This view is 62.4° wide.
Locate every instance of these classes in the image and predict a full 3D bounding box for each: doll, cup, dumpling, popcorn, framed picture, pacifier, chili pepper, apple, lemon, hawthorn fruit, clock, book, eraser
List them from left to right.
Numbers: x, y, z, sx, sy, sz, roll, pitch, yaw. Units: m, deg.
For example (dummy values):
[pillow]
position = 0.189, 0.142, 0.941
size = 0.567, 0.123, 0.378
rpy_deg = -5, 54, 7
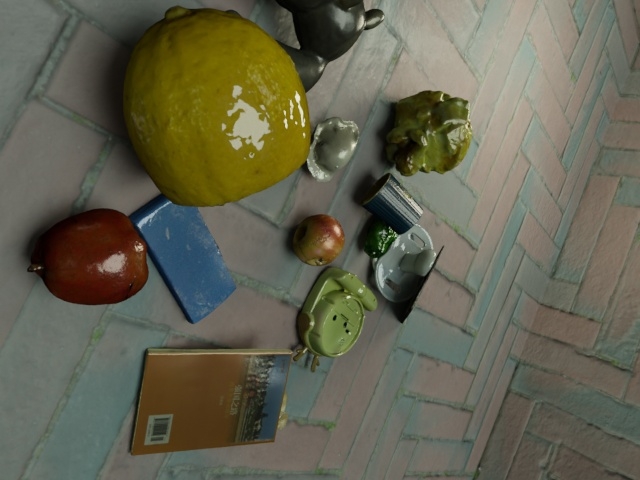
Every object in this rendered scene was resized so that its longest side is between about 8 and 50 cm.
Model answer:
[hawthorn fruit]
position = -0.426, 0.034, 0.966
size = 0.202, 0.185, 0.185
rpy_deg = -7, 109, -41
[eraser]
position = -0.302, 0.039, 1.199
size = 0.144, 0.042, 0.312
rpy_deg = -42, 131, -30
[lemon]
position = -0.198, -0.261, 0.986
size = 0.364, 0.364, 0.364
rpy_deg = -19, 117, -42
[book]
position = -0.260, 0.394, 1.306
size = 0.373, 0.028, 0.263
rpy_deg = 7, 99, -30
[doll]
position = -0.057, -0.510, 1.120
size = 0.382, 0.252, 0.379
rpy_deg = 45, 70, -39
[apple]
position = 0.000, 0.000, 1.434
size = 0.146, 0.146, 0.147
rpy_deg = -19, 117, -42
[dumpling]
position = 0.023, -0.250, 1.408
size = 0.127, 0.108, 0.188
rpy_deg = 35, 92, -22
[clock]
position = 0.035, 0.252, 1.601
size = 0.308, 0.096, 0.235
rpy_deg = -59, 138, -12
[chili pepper]
position = 0.213, -0.050, 1.694
size = 0.099, 0.083, 0.253
rpy_deg = 53, 55, -22
[cup]
position = 0.222, -0.114, 1.613
size = 0.155, 0.176, 0.131
rpy_deg = 42, 112, -9
[pacifier]
position = 0.296, 0.069, 1.736
size = 0.227, 0.207, 0.279
rpy_deg = 39, 74, -29
[framed picture]
position = 0.353, 0.164, 1.848
size = 0.244, 0.013, 0.324
rpy_deg = -59, 169, -13
[popcorn]
position = 0.321, -0.326, 1.618
size = 0.277, 0.276, 0.225
rpy_deg = -61, 174, -12

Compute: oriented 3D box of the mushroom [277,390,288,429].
[mushroom]
position = -0.150, 0.479, 1.465
size = 0.154, 0.122, 0.154
rpy_deg = -37, 141, -39
